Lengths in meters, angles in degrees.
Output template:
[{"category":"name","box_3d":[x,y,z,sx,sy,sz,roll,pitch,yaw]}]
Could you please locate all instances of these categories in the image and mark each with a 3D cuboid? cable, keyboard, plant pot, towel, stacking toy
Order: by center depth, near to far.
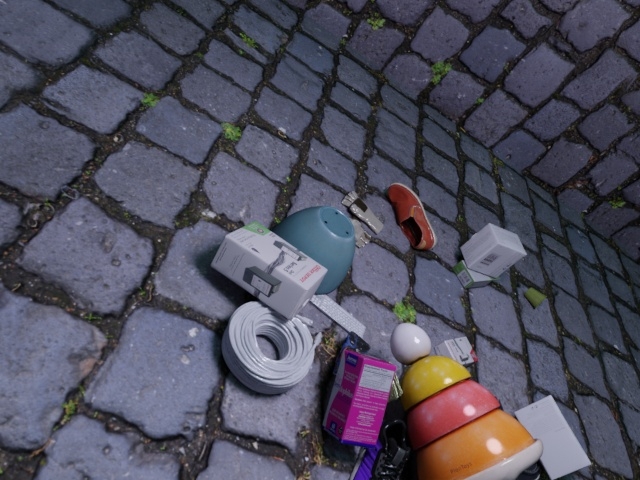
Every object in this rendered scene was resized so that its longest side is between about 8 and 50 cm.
[{"category":"cable","box_3d":[-0.139,0.280,1.388,0.257,0.089,0.257,35,39,-9]},{"category":"stacking toy","box_3d":[0.343,0.439,1.432,0.351,0.350,0.479,-2,58,-42]},{"category":"towel","box_3d":[0.167,0.421,1.472,0.027,0.148,0.110,18,45,-38]},{"category":"keyboard","box_3d":[0.039,0.221,1.656,0.256,0.014,0.072,39,38,-5]},{"category":"plant pot","box_3d":[0.000,0.000,1.672,0.290,0.195,0.290,24,39,-21]},{"category":"plant pot","box_3d":[0.990,0.261,2.399,0.079,0.083,0.083,44,36,22]}]

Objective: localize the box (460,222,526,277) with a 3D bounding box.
[{"category":"box","box_3d":[0.724,0.045,2.174,0.182,0.181,0.119,18,44,-27]}]

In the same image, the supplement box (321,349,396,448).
[{"category":"supplement box","box_3d":[0.102,0.414,1.362,0.114,0.111,0.219,21,81,-26]}]

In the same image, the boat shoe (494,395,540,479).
[{"category":"boat shoe","box_3d":[0.515,0.582,1.620,0.500,0.156,0.186,42,36,-4]}]

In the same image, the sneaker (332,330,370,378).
[{"category":"sneaker","box_3d":[0.083,0.340,1.533,0.083,0.087,0.221,43,21,5]}]

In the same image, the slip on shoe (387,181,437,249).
[{"category":"slip on shoe","box_3d":[0.371,-0.105,2.170,0.101,0.123,0.331,-8,65,-40]}]

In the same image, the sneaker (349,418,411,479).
[{"category":"sneaker","box_3d":[0.160,0.578,1.320,0.102,0.146,0.293,35,38,-10]}]

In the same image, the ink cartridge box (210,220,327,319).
[{"category":"ink cartridge box","box_3d":[-0.140,0.079,1.478,0.273,0.114,0.198,33,21,8]}]

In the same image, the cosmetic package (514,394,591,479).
[{"category":"cosmetic package","box_3d":[0.764,0.649,1.716,0.224,0.138,0.224,38,24,-61]}]

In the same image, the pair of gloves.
[{"category":"pair of gloves","box_3d":[0.139,-0.085,2.006,0.204,0.042,0.240,47,39,5]}]

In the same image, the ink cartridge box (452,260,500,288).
[{"category":"ink cartridge box","box_3d":[0.676,0.143,2.238,0.209,0.062,0.108,-1,54,-41]}]

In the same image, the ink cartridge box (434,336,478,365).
[{"category":"ink cartridge box","box_3d":[0.482,0.402,1.834,0.135,0.056,0.099,0,55,-41]}]
